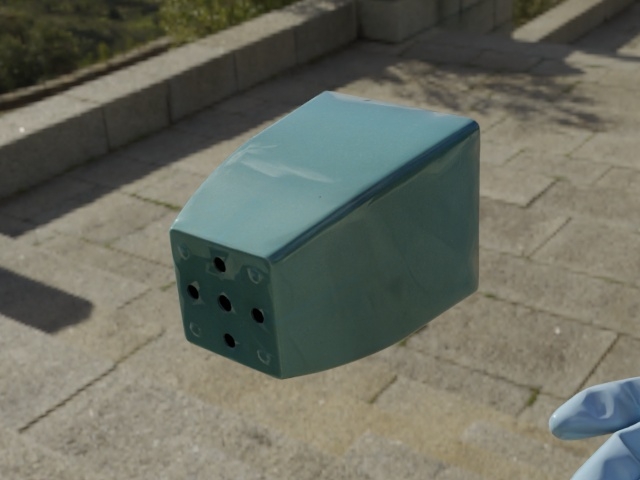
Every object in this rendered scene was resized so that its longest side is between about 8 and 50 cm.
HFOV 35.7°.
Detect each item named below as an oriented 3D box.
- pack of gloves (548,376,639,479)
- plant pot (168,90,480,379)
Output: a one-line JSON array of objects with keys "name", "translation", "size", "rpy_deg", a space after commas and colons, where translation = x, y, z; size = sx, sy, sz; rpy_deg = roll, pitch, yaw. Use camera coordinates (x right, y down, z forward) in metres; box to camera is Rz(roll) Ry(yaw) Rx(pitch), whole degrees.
[{"name": "pack of gloves", "translation": [0.194, 0.095, 0.310], "size": [0.232, 0.046, 0.195], "rpy_deg": [-12, 53, -39]}, {"name": "plant pot", "translation": [0.000, 0.000, 0.812], "size": [0.165, 0.166, 0.234], "rpy_deg": [16, 33, 35]}]
